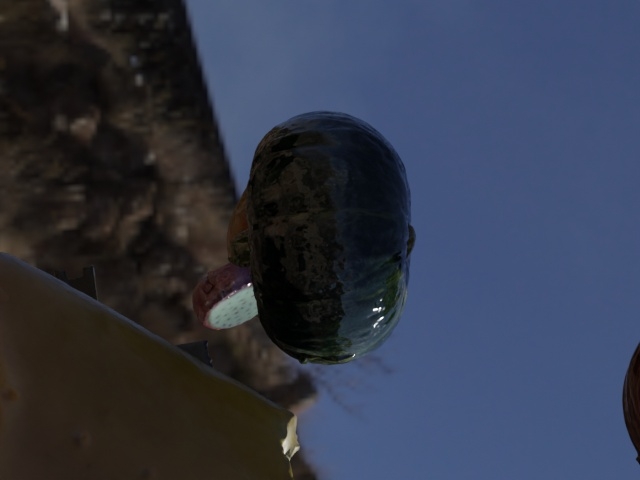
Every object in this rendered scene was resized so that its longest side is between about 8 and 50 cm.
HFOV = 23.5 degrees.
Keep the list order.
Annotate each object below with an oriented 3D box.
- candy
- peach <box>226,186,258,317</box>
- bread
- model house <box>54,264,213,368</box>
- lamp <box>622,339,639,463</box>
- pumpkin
[{"bbox_3d":[-0.104,0.064,1.827,0.043,0.103,0.103,60,-30,27],"label":"candy"},{"bbox_3d":[-0.018,0.003,1.979,0.235,0.214,0.214,-52,-163,-10],"label":"peach"},{"bbox_3d":[-0.262,0.190,1.183,0.361,0.394,0.250,-24,-138,46],"label":"bread"},{"bbox_3d":[-0.213,0.145,1.584,0.211,0.204,0.243,124,-44,-76],"label":"model house"},{"bbox_3d":[0.426,0.175,1.434,0.303,0.257,0.303,42,-9,8],"label":"lamp"},{"bbox_3d":[0.002,-0.002,1.255,0.211,0.152,0.212,6,90,-78],"label":"pumpkin"}]
